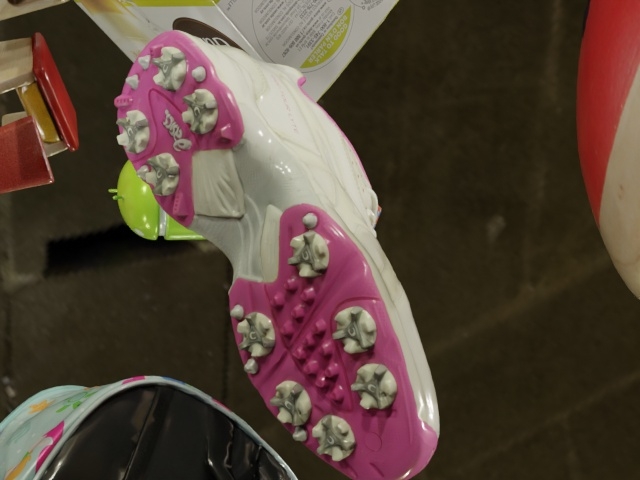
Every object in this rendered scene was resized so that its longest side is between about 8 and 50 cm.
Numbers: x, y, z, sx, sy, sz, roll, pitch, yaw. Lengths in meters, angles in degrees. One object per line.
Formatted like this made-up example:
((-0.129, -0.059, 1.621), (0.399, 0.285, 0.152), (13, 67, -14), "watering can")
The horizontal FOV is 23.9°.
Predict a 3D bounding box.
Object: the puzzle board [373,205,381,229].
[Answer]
((0.018, 0.003, 1.259), (0.096, 0.011, 0.128), (-67, 160, -5), "puzzle board")

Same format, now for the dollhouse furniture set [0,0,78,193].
((-0.263, -0.196, 1.282), (0.152, 0.201, 0.374), (-16, 132, 3), "dollhouse furniture set")

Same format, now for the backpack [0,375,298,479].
((-0.124, 0.207, 0.840), (0.225, 0.191, 0.253), (43, 59, -26), "backpack")

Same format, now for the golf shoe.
((0.000, 0.000, 0.904), (0.140, 0.306, 0.115), (-6, 151, -50), "golf shoe")

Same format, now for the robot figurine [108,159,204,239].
((-0.089, -0.034, 1.055), (0.115, 0.101, 0.067), (-2, 96, -10), "robot figurine")

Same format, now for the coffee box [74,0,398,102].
((-0.100, -0.383, 1.725), (0.338, 0.338, 0.334), (-53, 123, -16), "coffee box")

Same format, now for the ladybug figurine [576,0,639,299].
((0.256, -0.137, 0.758), (0.305, 0.162, 0.449), (-24, 150, -26), "ladybug figurine")
